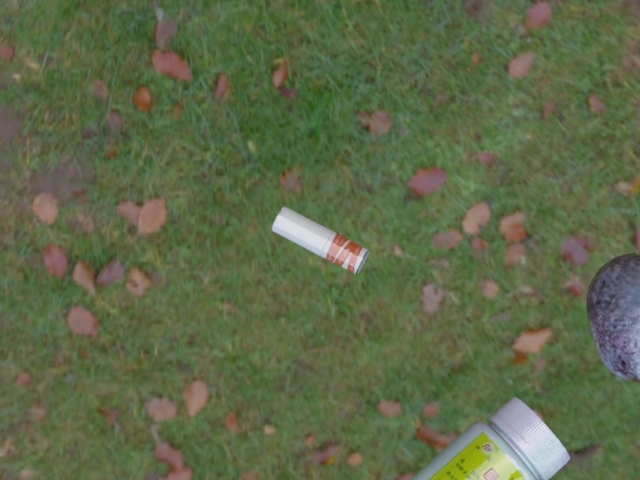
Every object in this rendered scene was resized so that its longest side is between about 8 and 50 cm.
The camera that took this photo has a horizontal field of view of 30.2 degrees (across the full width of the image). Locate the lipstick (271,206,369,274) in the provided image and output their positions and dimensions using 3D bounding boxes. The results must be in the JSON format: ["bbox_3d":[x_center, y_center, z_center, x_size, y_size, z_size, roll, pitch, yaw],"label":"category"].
[{"bbox_3d":[0.000,0.000,1.590,0.130,0.038,0.038,28,113,8],"label":"lipstick"}]

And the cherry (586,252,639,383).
[{"bbox_3d":[0.450,0.106,1.595,0.195,0.195,0.195,-3,118,-6],"label":"cherry"}]

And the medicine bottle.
[{"bbox_3d":[0.236,0.344,1.713,0.225,0.139,0.139,-40,117,-6],"label":"medicine bottle"}]
